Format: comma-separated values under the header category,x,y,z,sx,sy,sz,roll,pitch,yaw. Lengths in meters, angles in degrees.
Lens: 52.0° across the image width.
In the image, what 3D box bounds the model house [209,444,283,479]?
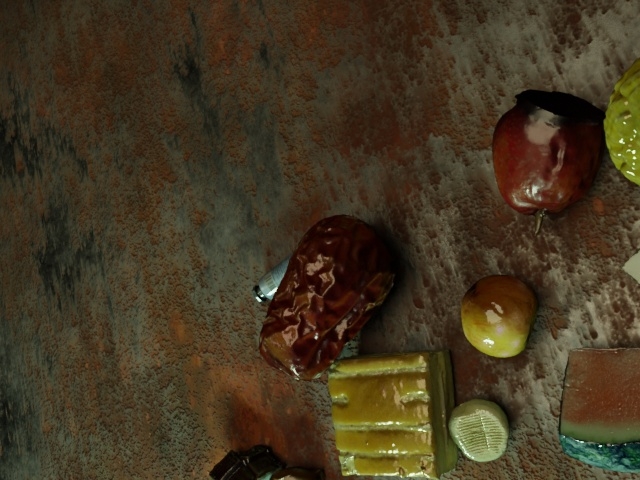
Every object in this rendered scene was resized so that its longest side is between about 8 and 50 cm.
category,x,y,z,sx,sy,sz,roll,pitch,yaw
model house,-0.174,0.547,1.521,0.165,0.106,0.152,-42,46,-14

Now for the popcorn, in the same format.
category,x,y,z,sx,sy,sz,roll,pitch,yaw
popcorn,0.546,-0.183,0.997,0.203,0.200,0.226,19,106,34

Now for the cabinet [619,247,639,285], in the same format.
category,x,y,z,sx,sy,sz,roll,pitch,yaw
cabinet,0.591,0.018,0.983,0.150,0.145,0.206,49,113,27

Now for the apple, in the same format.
category,x,y,z,sx,sy,sz,roll,pitch,yaw
apple,0.314,0.131,1.169,0.146,0.146,0.146,-2,86,35

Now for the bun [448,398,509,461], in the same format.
category,x,y,z,sx,sy,sz,roll,pitch,yaw
bun,0.295,0.347,1.214,0.115,0.069,0.115,2,97,16

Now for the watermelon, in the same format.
category,x,y,z,sx,sy,sz,roll,pitch,yaw
watermelon,0.501,0.246,1.042,0.318,0.148,0.226,-42,58,23

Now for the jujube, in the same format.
category,x,y,z,sx,sy,sz,roll,pitch,yaw
jujube,0.008,0.116,1.311,0.216,0.216,0.342,32,88,32

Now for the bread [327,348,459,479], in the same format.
category,x,y,z,sx,sy,sz,roll,pitch,yaw
bread,0.137,0.342,1.298,0.246,0.111,0.239,-10,80,35

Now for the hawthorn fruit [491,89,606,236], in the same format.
category,x,y,z,sx,sy,sz,roll,pitch,yaw
hawthorn fruit,0.388,-0.132,1.122,0.189,0.189,0.251,3,104,35

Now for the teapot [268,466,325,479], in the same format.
category,x,y,z,sx,sy,sz,roll,pitch,yaw
teapot,-0.053,0.532,1.446,0.129,0.078,0.098,-21,116,19

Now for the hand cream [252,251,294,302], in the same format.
category,x,y,z,sx,sy,sz,roll,pitch,yaw
hand cream,-0.043,0.059,1.476,0.271,0.058,0.091,-35,81,24
